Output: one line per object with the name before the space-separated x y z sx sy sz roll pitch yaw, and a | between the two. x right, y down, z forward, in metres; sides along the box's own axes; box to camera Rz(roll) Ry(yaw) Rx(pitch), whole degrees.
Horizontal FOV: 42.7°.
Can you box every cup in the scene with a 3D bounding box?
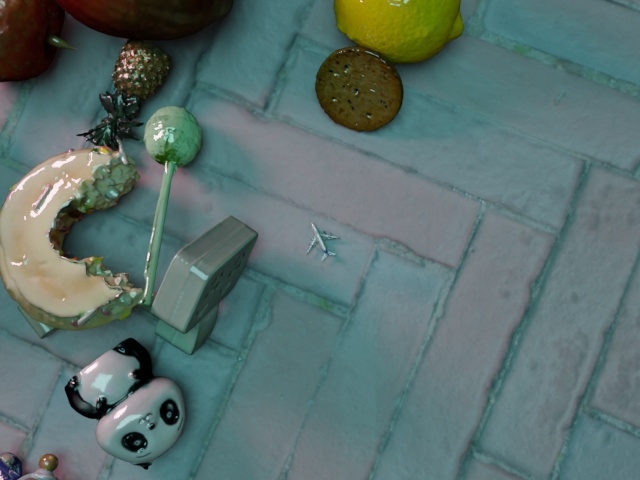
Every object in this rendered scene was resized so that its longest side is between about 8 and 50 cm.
cup | -0.580 0.155 1.712 0.054 0.075 0.083 -38 86 36

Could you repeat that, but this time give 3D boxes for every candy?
candy | -0.311 -0.075 1.625 0.119 0.119 0.440 1 64 3

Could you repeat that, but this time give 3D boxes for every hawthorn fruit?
hawthorn fruit | -0.661 -0.443 1.676 0.262 0.258 0.258 3 83 -34

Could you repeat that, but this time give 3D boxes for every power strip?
power strip | -0.256 0.087 1.620 0.141 0.229 0.261 32 121 8

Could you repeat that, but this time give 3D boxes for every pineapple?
pineapple | -0.406 -0.294 1.715 0.125 0.125 0.251 29 91 5

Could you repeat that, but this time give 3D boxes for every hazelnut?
hazelnut | -0.346 -0.584 1.616 0.421 0.352 0.421 11 50 -14

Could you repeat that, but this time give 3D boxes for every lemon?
lemon | 0.156 -0.478 1.646 0.288 0.233 0.233 26 86 -4

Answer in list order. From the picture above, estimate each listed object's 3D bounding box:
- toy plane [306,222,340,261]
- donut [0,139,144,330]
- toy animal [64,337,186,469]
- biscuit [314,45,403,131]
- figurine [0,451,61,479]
toy plane | 0.001 0.001 1.708 0.078 0.024 0.084 -26 78 1
donut | -0.497 0.004 1.650 0.307 0.150 0.371 -10 76 6
toy animal | -0.374 0.326 1.622 0.187 0.165 0.235 -37 81 -18
biscuit | 0.079 -0.310 1.678 0.188 0.027 0.187 11 128 14
figurine | -0.621 0.518 1.641 0.274 0.133 0.194 7 62 9
